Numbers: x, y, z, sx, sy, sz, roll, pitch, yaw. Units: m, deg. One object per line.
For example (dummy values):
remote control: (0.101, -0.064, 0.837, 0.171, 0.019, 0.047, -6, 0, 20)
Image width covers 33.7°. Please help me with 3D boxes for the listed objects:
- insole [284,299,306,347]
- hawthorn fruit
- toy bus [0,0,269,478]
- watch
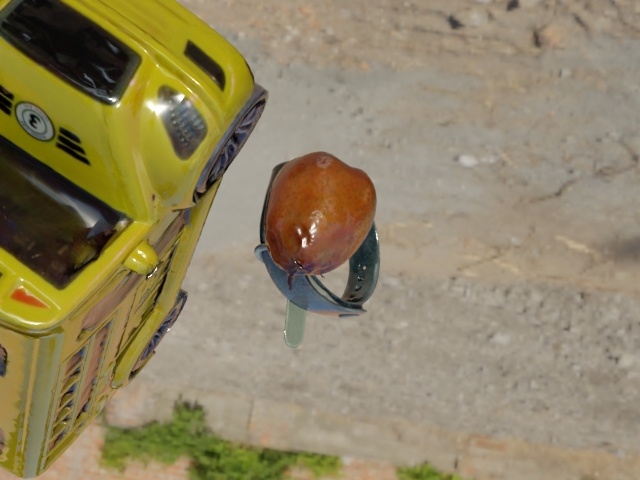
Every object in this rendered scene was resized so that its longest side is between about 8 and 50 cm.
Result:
insole: (-0.029, 0.058, 1.322, 0.002, 0.153, 0.053, 2, 176, 40)
hawthorn fruit: (-0.003, -0.012, 0.758, 0.081, 0.093, 0.081, 17, 156, 8)
toy bus: (-0.144, 0.003, 0.544, 0.145, 0.151, 0.331, 34, 147, 3)
watch: (0.000, 0.000, 1.330, 0.068, 0.193, 0.206, -10, 170, 35)
